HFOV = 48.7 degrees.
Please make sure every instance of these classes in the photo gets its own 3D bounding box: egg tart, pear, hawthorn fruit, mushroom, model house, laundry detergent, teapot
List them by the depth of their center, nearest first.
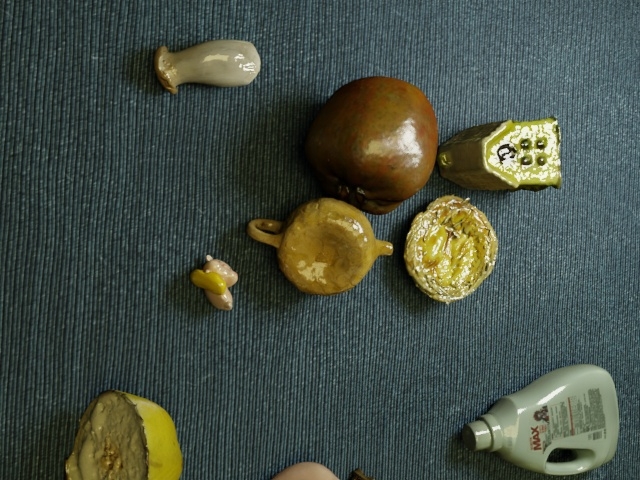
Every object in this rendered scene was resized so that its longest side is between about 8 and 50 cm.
[{"bbox_3d":[-0.340,0.415,1.330,0.178,0.266,0.267,16,84,-46],"label":"pear"},{"bbox_3d":[-0.225,-0.350,1.412,0.212,0.088,0.097,-14,128,-16],"label":"mushroom"},{"bbox_3d":[0.119,-0.216,1.460,0.267,0.267,0.301,26,71,-21],"label":"hawthorn fruit"},{"bbox_3d":[0.000,0.000,1.479,0.311,0.167,0.204,11,111,-3],"label":"teapot"},{"bbox_3d":[0.400,-0.183,1.617,0.234,0.193,0.175,-11,97,-22],"label":"model house"},{"bbox_3d":[0.291,0.024,1.628,0.231,0.098,0.252,18,80,-15],"label":"egg tart"},{"bbox_3d":[0.531,0.457,1.715,0.397,0.124,0.264,-7,94,-21],"label":"laundry detergent"}]

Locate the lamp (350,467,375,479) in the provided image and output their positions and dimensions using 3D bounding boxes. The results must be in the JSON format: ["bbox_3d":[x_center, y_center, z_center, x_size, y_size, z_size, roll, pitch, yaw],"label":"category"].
[{"bbox_3d":[0.017,0.651,1.519,0.325,0.090,0.089,-46,107,-15],"label":"lamp"}]

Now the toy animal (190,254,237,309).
[{"bbox_3d":[-0.199,0.082,1.429,0.114,0.091,0.082,52,59,-13],"label":"toy animal"}]

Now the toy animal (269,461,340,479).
[{"bbox_3d":[-0.067,0.557,1.448,0.250,0.154,0.167,-26,117,-32],"label":"toy animal"}]
